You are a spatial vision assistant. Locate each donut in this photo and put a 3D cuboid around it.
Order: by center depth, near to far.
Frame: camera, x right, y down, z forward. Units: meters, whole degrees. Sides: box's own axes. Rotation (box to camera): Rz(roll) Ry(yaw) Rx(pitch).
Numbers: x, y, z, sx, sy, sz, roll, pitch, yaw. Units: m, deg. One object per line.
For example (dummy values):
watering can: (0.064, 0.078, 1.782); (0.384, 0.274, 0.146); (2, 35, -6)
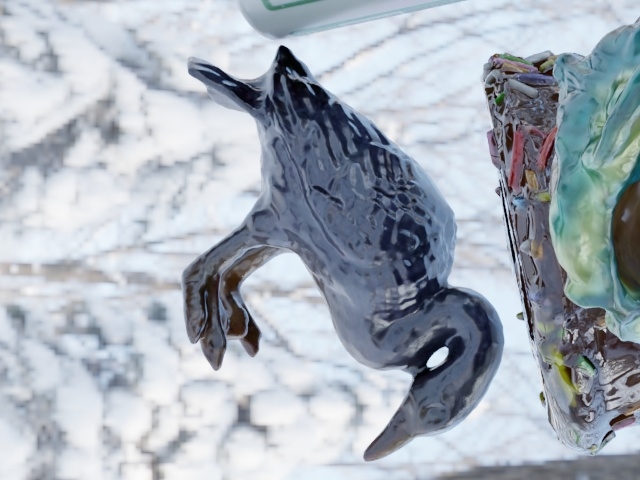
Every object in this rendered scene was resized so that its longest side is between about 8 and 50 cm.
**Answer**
donut: (0.154, 0.005, 0.980); (0.216, 0.096, 0.230); (-98, 175, -50)

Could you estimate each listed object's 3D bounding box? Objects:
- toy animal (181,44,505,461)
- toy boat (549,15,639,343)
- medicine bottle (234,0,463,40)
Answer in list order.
toy animal: (0.000, 0.000, 1.155); (0.122, 0.185, 0.298); (23, 46, -69)
toy boat: (0.185, 0.020, 0.474); (0.108, 0.293, 0.099); (-60, -165, 12)
medicine bottle: (0.077, -0.218, 1.127); (0.274, 0.133, 0.133); (-9, -104, 22)
